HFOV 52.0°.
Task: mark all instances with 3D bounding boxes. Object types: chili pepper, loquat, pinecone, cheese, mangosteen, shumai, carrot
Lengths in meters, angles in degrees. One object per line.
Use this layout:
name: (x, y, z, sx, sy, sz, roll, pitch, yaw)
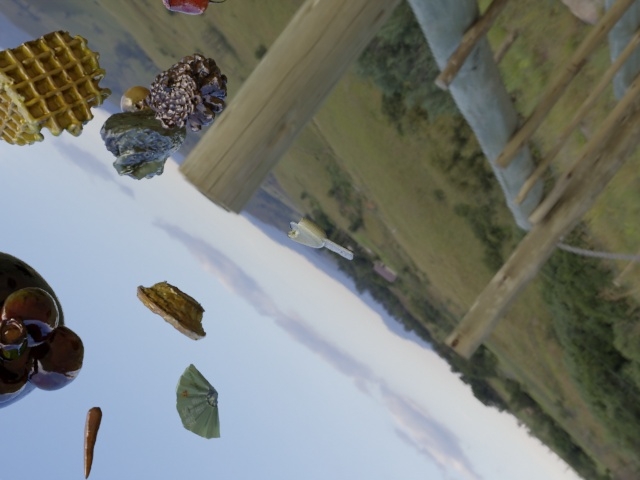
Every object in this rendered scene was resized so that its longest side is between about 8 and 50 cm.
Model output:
chili pepper: (-0.337, -0.647, 1.754, 0.192, 0.086, 0.084, -8, -170, -32)
loquat: (-0.657, -0.490, 2.406, 0.163, 0.137, 0.163, 31, 176, 2)
pinecone: (-0.296, -0.337, 1.498, 0.150, 0.179, 0.195, 53, -145, -27)
cheese: (0.000, -0.001, 2.073, 0.235, 0.049, 0.127, 29, 153, 11)
mangosteen: (-0.723, 0.196, 1.439, 0.435, 0.381, 0.382, -5, 156, 27)
shumai: (-0.508, -0.267, 1.905, 0.189, 0.218, 0.256, 31, -149, 28)
carrot: (-0.687, 0.602, 1.961, 0.048, 0.048, 0.216, 38, -138, -48)

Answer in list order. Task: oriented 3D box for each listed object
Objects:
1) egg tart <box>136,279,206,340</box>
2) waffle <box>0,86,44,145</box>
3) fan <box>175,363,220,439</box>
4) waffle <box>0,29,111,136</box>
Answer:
egg tart: (-0.330, 0.151, 1.491, 0.191, 0.074, 0.191, 36, 175, 4)
waffle: (-0.826, -0.368, 1.658, 0.329, 0.062, 0.329, 25, 138, 25)
fan: (-0.344, 0.467, 1.860, 0.009, 0.131, 0.240, -1, 111, 57)
waffle: (-0.564, -0.336, 1.435, 0.057, 0.229, 0.219, -18, 105, 55)
